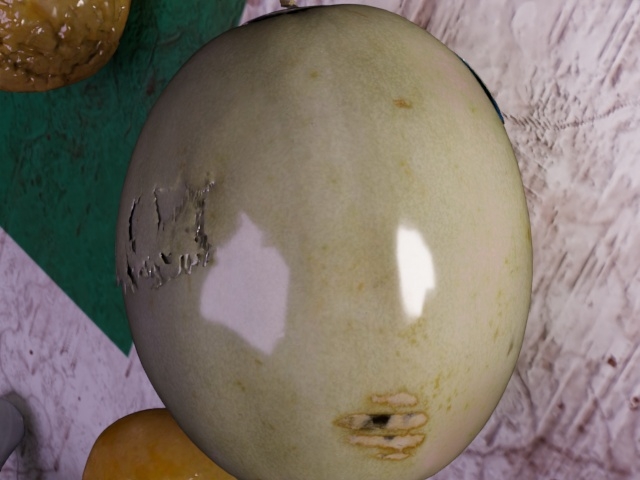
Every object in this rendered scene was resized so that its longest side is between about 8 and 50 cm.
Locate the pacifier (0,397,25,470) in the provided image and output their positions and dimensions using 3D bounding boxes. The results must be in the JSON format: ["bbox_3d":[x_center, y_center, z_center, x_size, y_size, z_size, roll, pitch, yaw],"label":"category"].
[{"bbox_3d":[-0.350,0.271,1.282,0.287,0.238,0.225,134,146,-66],"label":"pacifier"}]

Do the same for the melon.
[{"bbox_3d":[0.000,0.000,0.813,0.268,0.268,0.330,-2,91,43],"label":"melon"}]

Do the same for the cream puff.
[{"bbox_3d":[-0.246,-0.217,1.053,0.189,0.129,0.189,0,93,-2],"label":"cream puff"}]

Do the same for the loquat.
[{"bbox_3d":[-0.137,0.222,1.081,0.163,0.137,0.163,-9,77,42],"label":"loquat"}]
